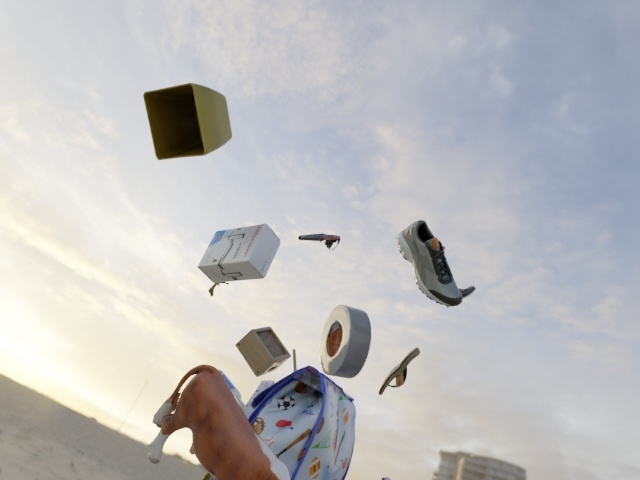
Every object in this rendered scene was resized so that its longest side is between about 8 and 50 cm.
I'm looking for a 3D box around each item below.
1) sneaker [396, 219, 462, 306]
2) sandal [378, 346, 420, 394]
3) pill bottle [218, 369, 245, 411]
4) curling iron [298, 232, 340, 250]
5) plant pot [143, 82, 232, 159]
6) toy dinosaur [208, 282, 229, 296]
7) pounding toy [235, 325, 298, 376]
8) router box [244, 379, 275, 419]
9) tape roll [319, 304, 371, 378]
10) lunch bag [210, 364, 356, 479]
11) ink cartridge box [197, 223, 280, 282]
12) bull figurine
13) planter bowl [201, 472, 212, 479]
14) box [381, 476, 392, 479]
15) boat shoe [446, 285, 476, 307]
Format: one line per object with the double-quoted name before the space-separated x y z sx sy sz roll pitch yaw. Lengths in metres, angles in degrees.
"sneaker" 0.313 0.063 1.353 0.271 0.100 0.108 61 -39 22
"sandal" 0.221 0.369 1.325 0.049 0.072 0.180 42 -73 11
"pill bottle" -0.433 0.692 2.156 0.221 0.124 0.124 34 -22 41
"curling iron" 0.000 0.000 1.848 0.035 0.068 0.274 35 13 27
"plant pot" -0.404 -0.383 1.547 0.212 0.187 0.212 1 -73 30
"toy dinosaur" -0.379 0.133 1.864 0.093 0.183 0.053 -13 -56 32
"pounding toy" -0.154 0.393 1.579 0.206 0.094 0.181 51 14 18
"router box" -0.278 0.917 2.365 0.082 0.335 0.301 -8 -65 30
"tape roll" 0.074 0.314 1.497 0.072 0.219 0.219 17 -31 -19
"lunch bag" -0.061 0.541 1.256 0.239 0.385 0.328 21 -20 31
"ink cartridge box" -0.238 0.038 1.416 0.203 0.148 0.086 -8 -45 32
"bull figurine" -0.162 0.366 0.806 0.310 0.188 0.101 58 8 14
"planter bowl" -0.309 0.851 1.628 0.217 0.217 0.090 30 -17 -7
"box" 0.213 0.748 1.332 0.029 0.116 0.162 12 -6 -25
"boat shoe" 0.496 0.193 1.722 0.038 0.125 0.046 58 4 1
